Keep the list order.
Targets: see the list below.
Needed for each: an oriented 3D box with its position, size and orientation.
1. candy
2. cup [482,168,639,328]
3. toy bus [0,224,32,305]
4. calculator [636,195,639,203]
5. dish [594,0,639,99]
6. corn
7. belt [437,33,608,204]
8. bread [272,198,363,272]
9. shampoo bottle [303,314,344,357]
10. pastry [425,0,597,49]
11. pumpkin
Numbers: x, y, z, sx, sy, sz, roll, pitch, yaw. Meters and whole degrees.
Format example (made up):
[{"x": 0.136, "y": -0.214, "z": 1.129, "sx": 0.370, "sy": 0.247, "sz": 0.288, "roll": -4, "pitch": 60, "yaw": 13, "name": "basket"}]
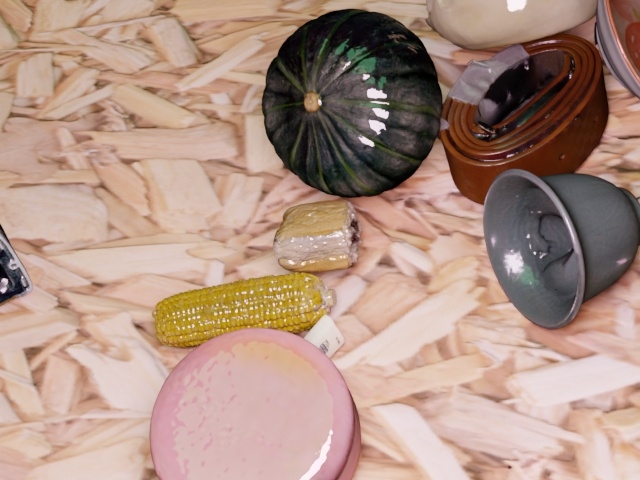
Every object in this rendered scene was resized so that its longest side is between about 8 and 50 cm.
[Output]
[{"x": -0.071, "y": 0.229, "z": 1.746, "sx": 0.255, "sy": 0.094, "sz": 0.255, "roll": -4, "pitch": 64, "yaw": 9, "name": "candy"}, {"x": 0.312, "y": -0.008, "z": 1.834, "sx": 0.150, "sy": 0.199, "sz": 0.199, "roll": -18, "pitch": 46, "yaw": -25, "name": "cup"}, {"x": -0.542, "y": 0.052, "z": 2.016, "sx": 0.275, "sy": 0.138, "sz": 0.167, "roll": -28, "pitch": 48, "yaw": -6, "name": "toy bus"}, {"x": 0.534, "y": -0.045, "z": 1.878, "sx": 0.268, "sy": 0.040, "sz": 0.177, "roll": 19, "pitch": 58, "yaw": 26, "name": "calculator"}, {"x": 0.440, "y": -0.268, "z": 2.003, "sx": 0.085, "sy": 0.260, "sz": 0.260, "roll": -26, "pitch": 33, "yaw": 49, "name": "dish"}, {"x": -0.097, "y": 0.088, "z": 1.906, "sx": 0.238, "sy": 0.080, "sz": 0.080, "roll": -10, "pitch": 50, "yaw": 6, "name": "corn"}, {"x": 0.269, "y": -0.166, "z": 2.005, "sx": 0.261, "sy": 0.105, "sz": 0.184, "roll": -41, "pitch": 51, "yaw": -18, "name": "belt"}, {"x": 0.000, "y": 0.000, "z": 1.938, "sx": 0.106, "sy": 0.082, "sz": 0.125, "roll": -14, "pitch": 21, "yaw": 12, "name": "bread"}, {"x": -0.026, "y": 0.156, "z": 1.855, "sx": 0.034, "sy": 0.049, "sz": 0.141, "roll": 32, "pitch": 68, "yaw": 29, "name": "shampoo bottle"}, {"x": 0.272, "y": -0.348, "z": 2.082, "sx": 0.264, "sy": 0.133, "sz": 0.265, "roll": -18, "pitch": 11, "yaw": 4, "name": "pastry"}, {"x": 0.048, "y": -0.174, "z": 1.968, "sx": 0.250, "sy": 0.216, "sz": 0.250, "roll": -14, "pitch": 66, "yaw": 34, "name": "pumpkin"}]
